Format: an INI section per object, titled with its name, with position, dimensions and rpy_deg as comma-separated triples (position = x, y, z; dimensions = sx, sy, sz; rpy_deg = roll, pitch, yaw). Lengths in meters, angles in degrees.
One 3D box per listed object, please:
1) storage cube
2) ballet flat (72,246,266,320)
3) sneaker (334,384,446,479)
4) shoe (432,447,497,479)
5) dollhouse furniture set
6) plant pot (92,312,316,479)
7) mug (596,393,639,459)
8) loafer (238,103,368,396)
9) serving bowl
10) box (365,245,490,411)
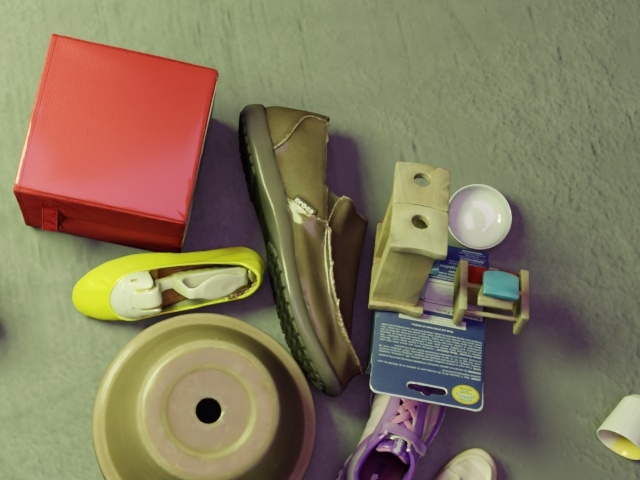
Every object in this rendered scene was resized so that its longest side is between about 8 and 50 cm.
[storage cube]
position = -0.233, -0.103, 1.504
dimensions = 0.193, 0.183, 0.215
rpy_deg = 11, 76, -5
[ballet flat]
position = -0.175, 0.053, 1.523
dimensions = 0.231, 0.077, 0.077
rpy_deg = -10, 111, -10
[sneaker]
position = 0.090, 0.225, 1.510
dimensions = 0.095, 0.104, 0.236
rpy_deg = 24, 73, 2
[shoe]
position = 0.141, 0.338, 1.514
dimensions = 0.076, 0.058, 0.219
rpy_deg = 36, 76, 2
[dollhouse furniture set]
position = 0.161, 0.008, 1.505
dimensions = 0.184, 0.129, 0.129
rpy_deg = 10, 53, -4
[plant pot]
position = -0.125, 0.200, 1.428
dimensions = 0.263, 0.229, 0.263
rpy_deg = 1, 79, -7
[mug]
position = 0.378, 0.226, 1.574
dimensions = 0.062, 0.078, 0.064
rpy_deg = 21, 64, 32
[loafer]
position = 0.000, 0.000, 1.532
dimensions = 0.130, 0.134, 0.366
rpy_deg = -12, 80, -9
[serving bowl]
position = 0.194, -0.027, 1.615
dimensions = 0.083, 0.027, 0.083
rpy_deg = 1, 77, -6
[box]
position = 0.128, 0.101, 1.535
dimensions = 0.136, 0.036, 0.225
rpy_deg = 11, 52, -4
